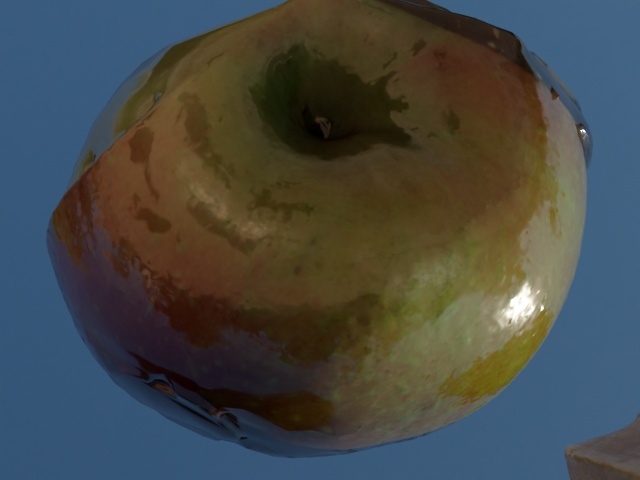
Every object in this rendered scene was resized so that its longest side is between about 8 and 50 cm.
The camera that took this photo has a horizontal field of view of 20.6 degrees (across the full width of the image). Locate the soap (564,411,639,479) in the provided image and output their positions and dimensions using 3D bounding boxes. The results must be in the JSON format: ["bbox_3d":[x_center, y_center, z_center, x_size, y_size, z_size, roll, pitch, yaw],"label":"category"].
[{"bbox_3d":[0.199,0.196,0.799,0.073,0.232,0.140,-21,-171,-19],"label":"soap"}]

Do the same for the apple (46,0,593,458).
[{"bbox_3d":[0.000,0.000,0.679,0.207,0.188,0.174,-12,-116,-20],"label":"apple"}]
